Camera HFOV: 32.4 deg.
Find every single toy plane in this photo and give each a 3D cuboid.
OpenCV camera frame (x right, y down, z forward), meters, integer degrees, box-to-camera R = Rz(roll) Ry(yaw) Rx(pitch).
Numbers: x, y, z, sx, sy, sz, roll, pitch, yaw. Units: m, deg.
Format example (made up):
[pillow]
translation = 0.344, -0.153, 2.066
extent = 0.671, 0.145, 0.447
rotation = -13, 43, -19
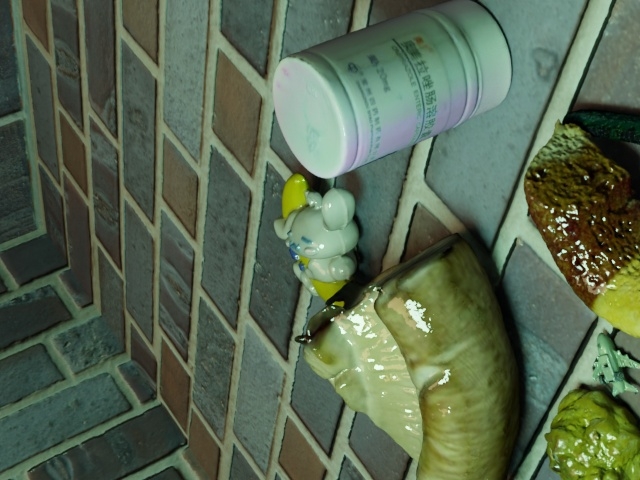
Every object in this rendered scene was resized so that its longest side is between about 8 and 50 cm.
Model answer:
[toy plane]
translation = 0.357, 0.153, 1.346
extent = 0.080, 0.033, 0.083
rotation = -25, 89, 53

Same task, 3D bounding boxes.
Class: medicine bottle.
[medicine bottle]
translation = 0.087, -0.185, 1.311
extent = 0.152, 0.254, 0.152
rotation = 43, 146, 39

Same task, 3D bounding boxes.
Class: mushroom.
[mushroom]
translation = 0.192, 0.208, 1.551
extent = 0.314, 0.224, 0.397
rotation = -33, 92, 46

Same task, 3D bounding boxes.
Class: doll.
[doll]
translation = 0.000, 0.000, 1.790
extent = 0.252, 0.111, 0.237
rotation = 33, 139, 61

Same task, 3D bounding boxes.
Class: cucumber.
[cucumber]
translation = 0.313, -0.125, 1.198
extent = 0.133, 0.032, 0.032
rotation = 20, 129, 57

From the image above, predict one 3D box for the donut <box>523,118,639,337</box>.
[donut]
translation = 0.323, 0.018, 1.189
extent = 0.295, 0.112, 0.151
rotation = 45, 153, 26

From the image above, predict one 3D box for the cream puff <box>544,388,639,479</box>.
[cream puff]
translation = 0.337, 0.269, 1.391
extent = 0.146, 0.116, 0.146
rotation = 42, 147, 35
